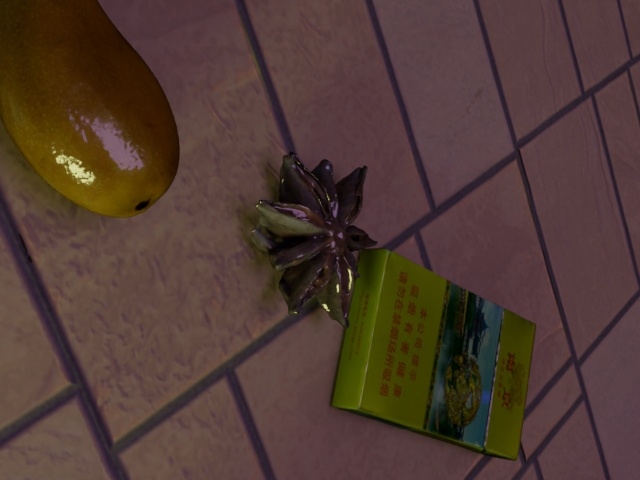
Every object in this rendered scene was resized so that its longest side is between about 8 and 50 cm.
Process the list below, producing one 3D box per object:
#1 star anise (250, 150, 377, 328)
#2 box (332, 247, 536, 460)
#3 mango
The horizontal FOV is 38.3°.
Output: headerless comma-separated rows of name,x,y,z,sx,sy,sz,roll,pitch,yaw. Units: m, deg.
star anise,0.000,0.000,0.970,0.182,0.065,0.195,-20,97,-50
box,0.153,0.149,1.128,0.335,0.047,0.187,26,68,-43
mango,-0.197,-0.124,0.749,0.136,0.099,0.228,-29,100,-39
